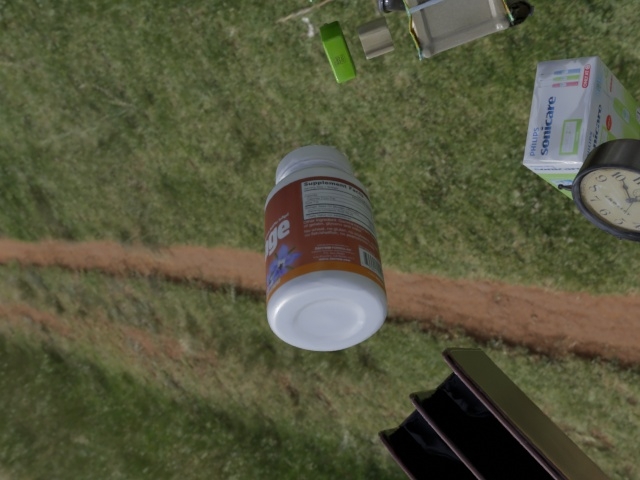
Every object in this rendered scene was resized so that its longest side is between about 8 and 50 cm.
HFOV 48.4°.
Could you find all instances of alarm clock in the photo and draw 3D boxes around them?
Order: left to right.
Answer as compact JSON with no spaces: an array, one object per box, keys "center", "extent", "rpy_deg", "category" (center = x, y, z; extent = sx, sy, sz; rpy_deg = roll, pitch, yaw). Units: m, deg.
[{"center":[0.370,-0.064,0.807],"extent":[0.129,0.064,0.192],"rpy_deg":[39,160,-6],"category":"alarm clock"}]

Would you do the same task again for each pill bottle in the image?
[{"center":[0.000,0.000,0.768],"extent":[0.121,0.216,0.121],"rpy_deg":[-3,137,-3],"category":"pill bottle"}]

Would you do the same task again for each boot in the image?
[{"center":[0.256,-0.448,1.321],"extent":[0.229,0.263,0.091],"rpy_deg":[29,127,29],"category":"boot"}]

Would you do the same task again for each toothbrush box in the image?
[{"center":[0.521,-0.205,1.396],"extent":[0.122,0.206,0.283],"rpy_deg":[4,169,42],"category":"toothbrush box"}]

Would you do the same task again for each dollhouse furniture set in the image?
[{"center":[0.136,-0.412,1.175],"extent":[0.302,0.151,0.197],"rpy_deg":[-18,122,10],"category":"dollhouse furniture set"}]

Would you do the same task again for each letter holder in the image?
[{"center":[0.210,0.274,0.769],"extent":[0.302,0.152,0.214],"rpy_deg":[46,-171,22],"category":"letter holder"}]
